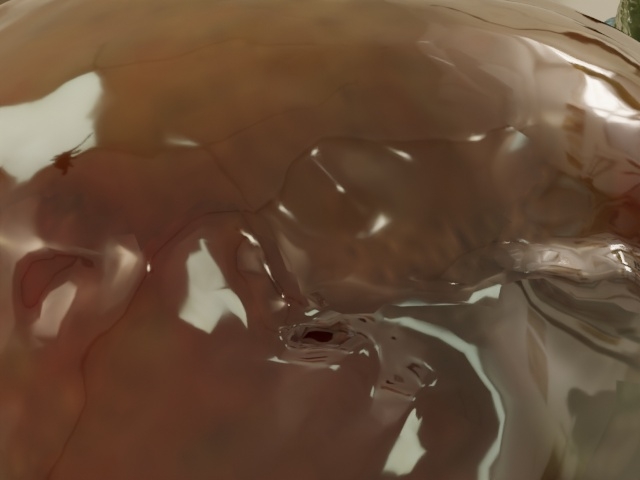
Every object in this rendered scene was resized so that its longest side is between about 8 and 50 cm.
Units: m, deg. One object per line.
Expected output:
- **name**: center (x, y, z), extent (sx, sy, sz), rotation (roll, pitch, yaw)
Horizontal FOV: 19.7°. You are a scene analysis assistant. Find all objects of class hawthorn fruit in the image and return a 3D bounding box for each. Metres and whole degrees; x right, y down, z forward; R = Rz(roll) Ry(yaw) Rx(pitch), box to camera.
- **hawthorn fruit**: center (-0.001, 0.049, 0.553), extent (0.308, 0.325, 0.308), rotation (-40, -19, -17)

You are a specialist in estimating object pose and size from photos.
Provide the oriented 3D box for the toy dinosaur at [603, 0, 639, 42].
- **toy dinosaur**: center (0.175, -0.068, 0.928), extent (0.147, 0.076, 0.363), rotation (-47, -32, 5)
